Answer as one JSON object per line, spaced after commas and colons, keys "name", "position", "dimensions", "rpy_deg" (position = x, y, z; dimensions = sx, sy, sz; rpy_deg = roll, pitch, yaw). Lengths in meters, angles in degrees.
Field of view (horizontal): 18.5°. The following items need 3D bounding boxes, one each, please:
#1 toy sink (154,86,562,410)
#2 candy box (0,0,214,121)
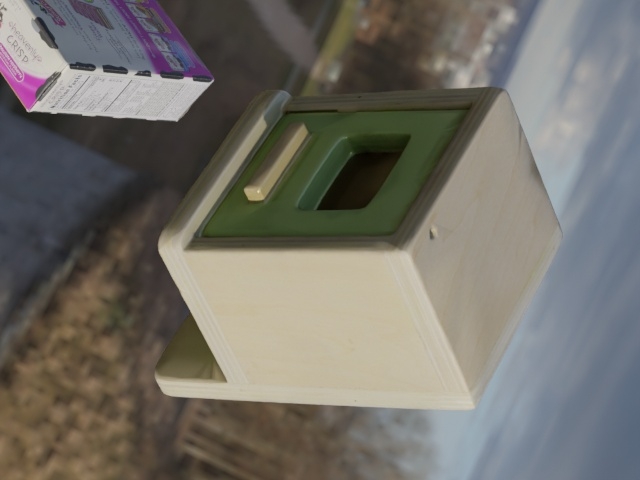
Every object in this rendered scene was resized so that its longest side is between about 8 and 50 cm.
{"name": "toy sink", "position": [0.000, 0.000, 1.181], "dimensions": [0.152, 0.234, 0.131], "rpy_deg": [-57, 134, -39]}
{"name": "candy box", "position": [-0.234, -0.200, 1.955], "dimensions": [0.071, 0.159, 0.233], "rpy_deg": [-47, 156, 24]}
